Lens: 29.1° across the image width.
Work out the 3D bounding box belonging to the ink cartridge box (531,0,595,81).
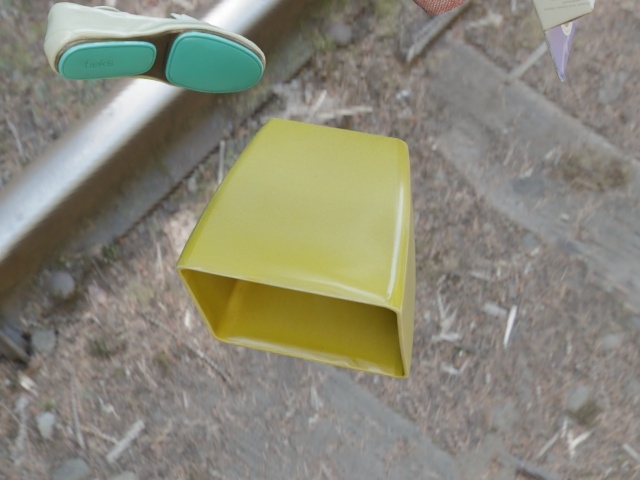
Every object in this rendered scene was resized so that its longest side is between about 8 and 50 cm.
[{"bbox_3d":[0.253,-0.387,1.223,0.071,0.330,0.324,-2,51,30],"label":"ink cartridge box"}]

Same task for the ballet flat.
[{"bbox_3d":[-0.175,-0.211,1.306,0.248,0.086,0.086,1,62,-35],"label":"ballet flat"}]

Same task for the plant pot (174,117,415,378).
[{"bbox_3d":[0.000,0.000,1.223,0.212,0.212,0.187,10,69,11],"label":"plant pot"}]

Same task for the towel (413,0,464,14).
[{"bbox_3d":[0.045,-0.262,0.523,0.237,0.329,0.037,-32,41,25],"label":"towel"}]
